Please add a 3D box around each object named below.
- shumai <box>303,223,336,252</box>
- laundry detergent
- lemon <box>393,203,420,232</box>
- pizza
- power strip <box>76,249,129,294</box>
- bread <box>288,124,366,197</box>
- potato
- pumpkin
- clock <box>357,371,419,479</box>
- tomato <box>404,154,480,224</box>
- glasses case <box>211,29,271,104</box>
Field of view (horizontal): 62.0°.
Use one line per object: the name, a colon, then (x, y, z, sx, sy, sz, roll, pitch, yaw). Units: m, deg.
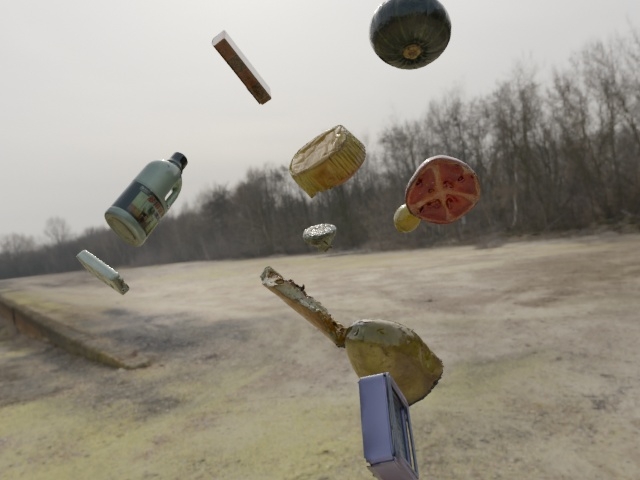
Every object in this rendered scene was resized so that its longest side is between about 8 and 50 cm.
shumai: (0.000, 0.000, 1.856, 0.124, 0.087, 0.099, -17, 28, -20)
laundry detergent: (-0.344, -0.100, 1.097, 0.070, 0.099, 0.226, -6, 43, 36)
lemon: (0.209, -0.056, 1.278, 0.062, 0.083, 0.062, 29, 2, -1)
pizza: (-0.043, 0.192, 1.588, 0.365, 0.074, 0.182, 36, -14, 23)
power strip: (-0.619, 0.091, 1.519, 0.192, 0.081, 0.035, 26, 58, 30)
bread: (0.025, -0.257, 1.747, 0.250, 0.179, 0.133, -33, -51, 21)
potato: (0.183, 0.316, 1.485, 0.229, 0.266, 0.229, -29, 23, 14)
pumpkin: (0.180, -0.423, 1.080, 0.167, 0.125, 0.167, -10, -30, -6)
clock: (0.139, 0.390, 1.095, 0.073, 0.193, 0.144, -18, -48, 16)
tomato: (0.255, -0.112, 1.121, 0.155, 0.155, 0.069, -6, 32, 8)
glasses case: (-0.225, -0.493, 1.537, 0.049, 0.218, 0.075, -30, 38, 16)
